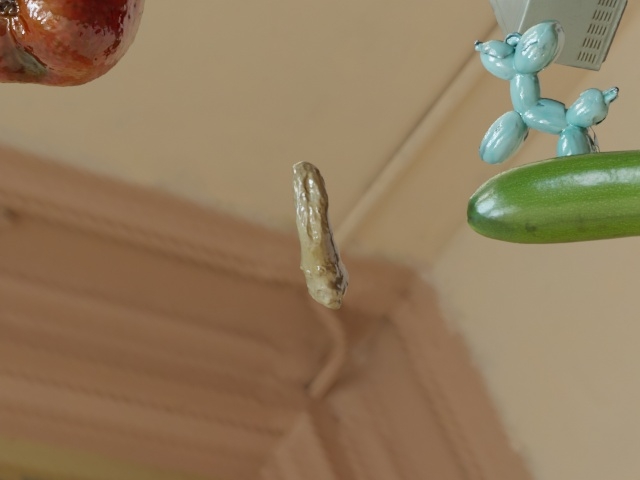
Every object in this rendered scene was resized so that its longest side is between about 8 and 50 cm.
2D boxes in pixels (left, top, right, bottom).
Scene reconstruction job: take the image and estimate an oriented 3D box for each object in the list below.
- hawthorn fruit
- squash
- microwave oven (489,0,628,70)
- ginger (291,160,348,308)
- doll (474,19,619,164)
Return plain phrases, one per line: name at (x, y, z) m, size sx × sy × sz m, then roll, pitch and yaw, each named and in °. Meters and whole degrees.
hawthorn fruit at (-0.265, -0.246, 1.892) m, size 0.207 × 0.207 × 0.243 m, roll 44°, pitch -168°, yaw 12°
squash at (0.278, -0.041, 1.688) m, size 0.292 × 0.082 × 0.082 m, roll -4°, pitch -152°, yaw 7°
microwave oven at (0.280, -0.310, 2.159) m, size 0.129 × 0.163 × 0.205 m, roll 8°, pitch -147°, yaw -11°
ginger at (0.000, 0.000, 2.029) m, size 0.051 × 0.173 × 0.069 m, roll -3°, pitch -152°, yaw 8°
doll at (0.221, -0.144, 1.891) m, size 0.159 × 0.158 × 0.059 m, roll 22°, pitch -159°, yaw 17°
